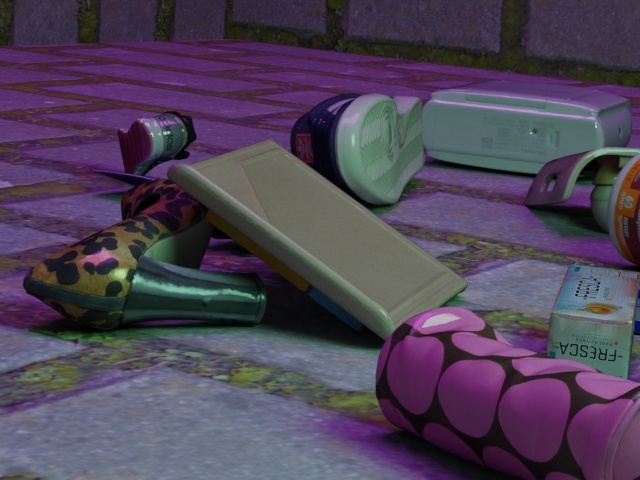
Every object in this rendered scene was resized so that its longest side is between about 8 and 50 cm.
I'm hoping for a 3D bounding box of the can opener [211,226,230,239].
[{"bbox_3d":[-0.048,-0.020,1.595,0.059,0.073,0.186,-34,-12,27],"label":"can opener"}]

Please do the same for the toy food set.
[{"bbox_3d":[0.402,-0.047,1.823,0.306,0.092,0.220,5,-1,-3],"label":"toy food set"}]

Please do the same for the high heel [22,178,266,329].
[{"bbox_3d":[-0.173,-0.002,1.302,0.186,0.093,0.261,5,18,-28],"label":"high heel"}]

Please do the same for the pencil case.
[{"bbox_3d":[0.129,0.095,0.944,0.098,0.095,0.209,-38,33,-25],"label":"pencil case"}]

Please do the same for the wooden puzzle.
[{"bbox_3d":[0.000,0.000,1.325,0.221,0.044,0.238,37,16,11],"label":"wooden puzzle"}]

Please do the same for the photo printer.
[{"bbox_3d":[0.299,-0.162,2.268,0.256,0.107,0.307,8,11,18],"label":"photo printer"}]

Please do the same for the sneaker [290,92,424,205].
[{"bbox_3d":[0.026,-0.109,1.899,0.148,0.131,0.350,-1,4,13],"label":"sneaker"}]

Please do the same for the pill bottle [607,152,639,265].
[{"bbox_3d":[0.386,-0.014,1.507,0.121,0.121,0.221,-4,14,-36],"label":"pill bottle"}]

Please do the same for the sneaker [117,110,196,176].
[{"bbox_3d":[-0.187,-0.112,1.868,0.074,0.063,0.170,-12,-4,-20],"label":"sneaker"}]

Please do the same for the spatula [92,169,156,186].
[{"bbox_3d":[-0.135,-0.075,1.865,0.084,0.030,0.296,8,11,36],"label":"spatula"}]

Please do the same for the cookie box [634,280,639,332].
[{"bbox_3d":[0.309,0.054,1.341,0.092,0.040,0.107,9,12,26],"label":"cookie box"}]

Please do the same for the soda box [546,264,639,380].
[{"bbox_3d":[0.201,0.065,1.185,0.058,0.063,0.183,6,11,12],"label":"soda box"}]
